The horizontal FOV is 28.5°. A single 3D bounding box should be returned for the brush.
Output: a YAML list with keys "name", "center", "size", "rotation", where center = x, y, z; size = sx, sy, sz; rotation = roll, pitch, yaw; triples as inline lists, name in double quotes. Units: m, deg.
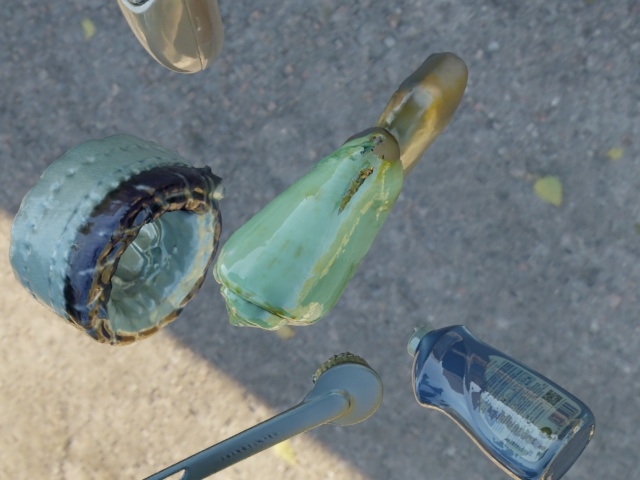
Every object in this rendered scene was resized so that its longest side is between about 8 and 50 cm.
- name: "brush"
  center: [-0.072, 0.167, 1.029]
  size: [0.027, 0.266, 0.062]
  rotation: [-120, 6, -60]

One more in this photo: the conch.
- name: "conch"
  center: [0.000, 0.000, 0.875]
  size: [0.170, 0.105, 0.079]
  rotation: [-46, 64, 13]

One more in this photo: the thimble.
- name: "thimble"
  center: [-0.225, -0.007, 1.433]
  size: [0.150, 0.237, 0.237]
  rotation: [32, 134, 25]

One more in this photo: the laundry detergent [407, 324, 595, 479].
- name: "laundry detergent"
  center: [0.158, 0.145, 1.206]
  size: [0.206, 0.097, 0.061]
  rotation: [37, 171, 32]

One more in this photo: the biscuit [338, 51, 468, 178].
- name: "biscuit"
  center: [0.030, -0.046, 1.249]
  size: [0.062, 0.237, 0.291]
  rotation: [41, 141, 2]

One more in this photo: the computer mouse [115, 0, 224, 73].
- name: "computer mouse"
  center: [-0.146, -0.235, 1.093]
  size: [0.236, 0.082, 0.145]
  rotation: [80, 164, -71]
